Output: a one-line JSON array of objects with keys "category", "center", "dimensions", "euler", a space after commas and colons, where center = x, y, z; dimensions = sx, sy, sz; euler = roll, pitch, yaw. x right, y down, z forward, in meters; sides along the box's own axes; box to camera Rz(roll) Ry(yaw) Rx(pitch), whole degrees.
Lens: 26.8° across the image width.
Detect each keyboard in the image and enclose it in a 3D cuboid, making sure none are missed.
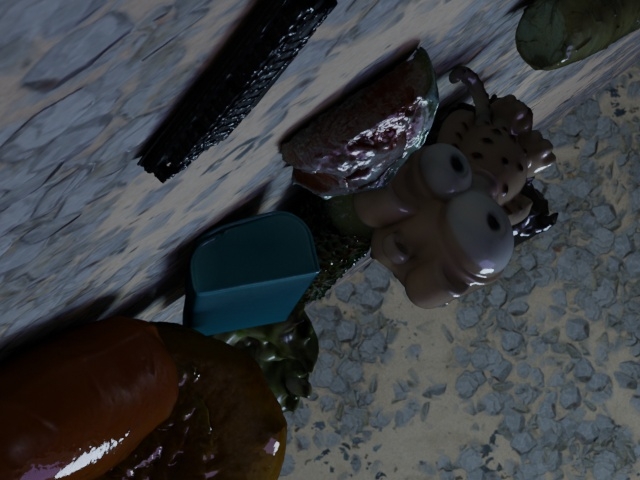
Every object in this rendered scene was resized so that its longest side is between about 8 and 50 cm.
[{"category": "keyboard", "center": [-0.028, -0.102, 0.730], "dimensions": [0.072, 0.023, 0.231], "euler": [-35, 175, -40]}]

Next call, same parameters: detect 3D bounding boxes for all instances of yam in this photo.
[{"category": "yam", "center": [0.303, -0.243, 1.341], "dimensions": [0.083, 0.083, 0.371], "euler": [-41, 172, 40]}]

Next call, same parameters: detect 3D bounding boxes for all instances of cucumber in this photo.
[{"category": "cucumber", "center": [0.000, 0.000, 1.423], "dimensions": [0.096, 0.096, 0.359], "euler": [-35, 176, -19]}]

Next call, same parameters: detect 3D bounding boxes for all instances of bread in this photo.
[{"category": "bread", "center": [-0.169, 0.200, 1.313], "dimensions": [0.268, 0.268, 0.146], "euler": [-36, -169, -5]}]

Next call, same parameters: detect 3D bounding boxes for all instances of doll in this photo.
[{"category": "doll", "center": [0.131, -0.052, 1.242], "dimensions": [0.119, 0.154, 0.278], "euler": [-30, -164, 41]}]

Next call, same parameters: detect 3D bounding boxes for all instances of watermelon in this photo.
[{"category": "watermelon", "center": [0.022, -0.073, 1.089], "dimensions": [0.139, 0.071, 0.187], "euler": [-25, 168, -46]}]

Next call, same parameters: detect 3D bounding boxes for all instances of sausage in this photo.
[{"category": "sausage", "center": [-0.208, 0.140, 1.112], "dimensions": [0.133, 0.133, 0.258], "euler": [-40, 172, 31]}]

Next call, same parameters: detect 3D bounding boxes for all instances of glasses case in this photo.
[{"category": "glasses case", "center": [-0.080, 0.039, 1.325], "dimensions": [0.117, 0.070, 0.301], "euler": [-11, 171, -10]}]

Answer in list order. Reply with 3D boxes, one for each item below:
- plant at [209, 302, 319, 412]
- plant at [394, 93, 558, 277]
[{"category": "plant", "center": [-0.036, 0.114, 1.817], "dimensions": [0.251, 0.180, 0.333], "euler": [-27, -175, 39]}, {"category": "plant", "center": [0.164, -0.055, 1.533], "dimensions": [0.234, 0.178, 0.204], "euler": [-28, 171, -24]}]
